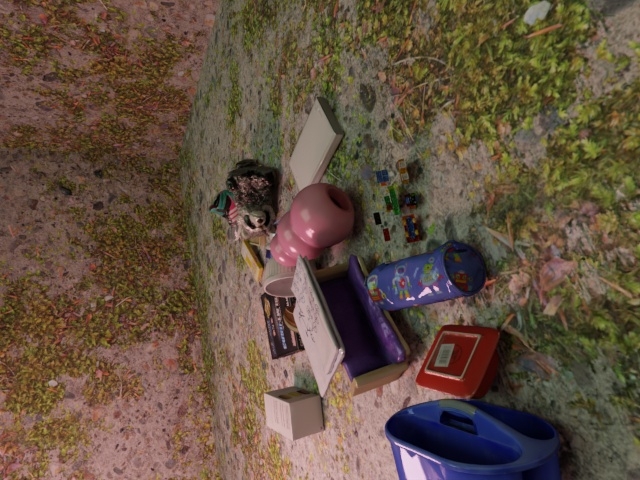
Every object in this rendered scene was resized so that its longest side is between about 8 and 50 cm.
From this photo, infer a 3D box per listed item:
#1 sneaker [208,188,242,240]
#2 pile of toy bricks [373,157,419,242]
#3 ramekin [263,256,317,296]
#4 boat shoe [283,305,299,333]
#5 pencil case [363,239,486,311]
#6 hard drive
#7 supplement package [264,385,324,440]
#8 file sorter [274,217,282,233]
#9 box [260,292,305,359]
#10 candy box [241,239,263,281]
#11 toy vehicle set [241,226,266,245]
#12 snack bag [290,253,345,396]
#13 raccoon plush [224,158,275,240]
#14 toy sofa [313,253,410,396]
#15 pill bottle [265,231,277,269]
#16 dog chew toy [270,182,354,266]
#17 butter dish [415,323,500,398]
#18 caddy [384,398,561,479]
[{"bbox_3d":[-0.519,-0.143,2.228,0.124,0.178,0.295,16,105,59],"label":"sneaker"},{"bbox_3d":[0.194,-0.097,1.070,0.105,0.118,0.212,-29,-72,-80],"label":"pile of toy bricks"},{"bbox_3d":[-0.108,0.124,1.499,0.207,0.207,0.109,-47,42,51],"label":"ramekin"},{"bbox_3d":[-0.015,0.278,1.437,0.324,0.123,0.119,16,100,51],"label":"boat shoe"},{"bbox_3d":[0.235,0.088,0.965,0.306,0.119,0.133,-28,70,57],"label":"pencil case"},{"bbox_3d":[-0.025,-0.332,1.486,0.307,0.040,0.203,-59,43,45],"label":"hard drive"},{"bbox_3d":[-0.107,0.663,1.583,0.244,0.139,0.133,-18,77,58],"label":"supplement package"},{"bbox_3d":[-0.112,0.001,1.590,0.118,0.104,0.170,-23,72,59],"label":"file sorter"},{"bbox_3d":[-0.150,0.333,1.714,0.293,0.073,0.295,-38,59,56],"label":"box"},{"bbox_3d":[-0.347,0.099,2.054,0.206,0.027,0.105,55,143,32],"label":"candy box"},{"bbox_3d":[-0.340,-0.066,2.060,0.267,0.035,0.166,10,100,60],"label":"toy vehicle set"},{"bbox_3d":[-0.025,0.262,1.224,0.342,0.037,0.323,103,150,-50],"label":"snack bag"},{"bbox_3d":[-0.292,-0.196,1.906,0.446,0.216,0.299,-87,-7,-66],"label":"raccoon plush"},{"bbox_3d":[0.095,0.225,1.146,0.177,0.150,0.362,94,156,-52],"label":"toy sofa"},{"bbox_3d":[-0.173,0.060,1.695,0.112,0.112,0.186,15,104,60],"label":"pill bottle"},{"bbox_3d":[-0.044,-0.032,1.317,0.332,0.207,0.206,-43,53,32],"label":"dog chew toy"},{"bbox_3d":[0.309,0.270,0.858,0.160,0.118,0.160,-56,21,-24],"label":"butter dish"},{"bbox_3d":[0.280,0.397,0.783,0.341,0.241,0.179,-17,82,59],"label":"caddy"}]
